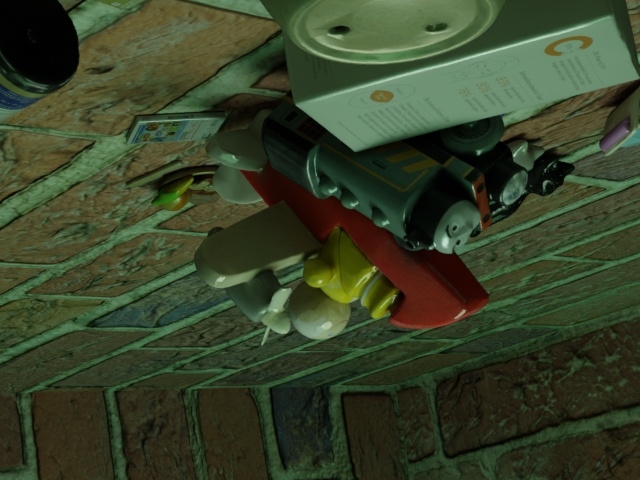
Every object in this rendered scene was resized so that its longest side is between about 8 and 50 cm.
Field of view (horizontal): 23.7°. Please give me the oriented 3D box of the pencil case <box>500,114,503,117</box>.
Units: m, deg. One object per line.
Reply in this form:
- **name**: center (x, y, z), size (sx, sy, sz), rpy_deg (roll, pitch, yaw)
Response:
- **pencil case**: center (0.187, -0.185, 1.993), size (0.119, 0.133, 0.306), rpy_deg (21, 162, -1)

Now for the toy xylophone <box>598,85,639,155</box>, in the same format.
- **toy xylophone**: center (0.573, -0.185, 2.324), size (0.323, 0.081, 0.236), rpy_deg (-8, 166, -6)

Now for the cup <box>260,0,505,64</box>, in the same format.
- **cup**: center (0.047, -0.283, 1.236), size (0.331, 0.237, 0.331), rpy_deg (-4, 163, -1)

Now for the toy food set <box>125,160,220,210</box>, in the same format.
- **toy food set**: center (-0.188, -0.076, 2.328), size (0.132, 0.038, 0.192), rpy_deg (-21, 162, 38)

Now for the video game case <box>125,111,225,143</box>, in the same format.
- **video game case**: center (-0.198, -0.153, 2.080), size (0.122, 0.011, 0.087), rpy_deg (-5, 165, -19)

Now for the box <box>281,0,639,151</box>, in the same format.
- **box**: center (0.152, -0.238, 1.668), size (0.345, 0.168, 0.215), rpy_deg (-13, 165, 16)

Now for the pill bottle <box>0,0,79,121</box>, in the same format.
- **pill bottle**: center (-0.370, -0.182, 1.634), size (0.219, 0.123, 0.123), rpy_deg (-21, 162, 38)

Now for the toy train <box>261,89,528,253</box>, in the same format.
- **toy train**: center (0.086, -0.106, 1.853), size (0.190, 0.334, 0.142), rpy_deg (-44, 146, -19)

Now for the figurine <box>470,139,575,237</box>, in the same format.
- **figurine**: center (0.289, -0.098, 2.495), size (0.209, 0.092, 0.215), rpy_deg (-25, 160, 24)

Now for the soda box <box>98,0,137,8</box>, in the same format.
- **soda box**: center (-0.151, -0.290, 1.483), size (0.181, 0.061, 0.058), rpy_deg (-19, 162, 33)

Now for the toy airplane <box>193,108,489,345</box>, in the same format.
- **toy airplane**: center (0.000, 0.000, 2.044), size (0.386, 0.272, 0.384), rpy_deg (9, -156, -16)
